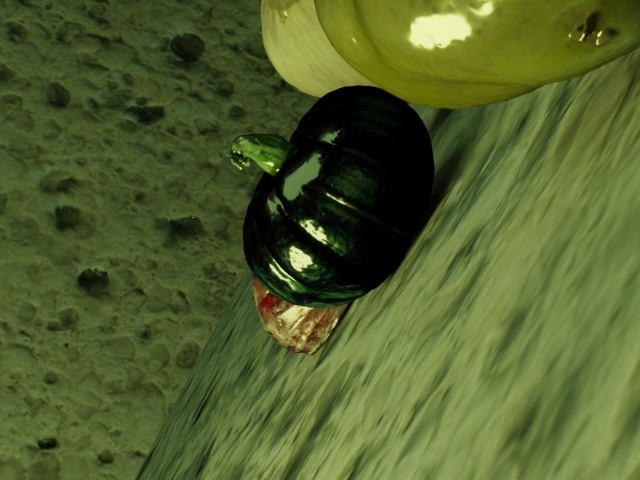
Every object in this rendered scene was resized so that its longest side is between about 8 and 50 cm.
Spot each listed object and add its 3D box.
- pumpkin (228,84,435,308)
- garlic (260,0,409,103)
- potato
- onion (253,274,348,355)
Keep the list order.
[{"bbox_3d":[0.016,-0.036,1.111,0.194,0.150,0.194,-26,45,29],"label":"pumpkin"},{"bbox_3d":[0.071,-0.285,1.337,0.317,0.260,0.317,174,90,-73],"label":"garlic"},{"bbox_3d":[0.104,-0.183,0.658,0.218,0.202,0.351,-49,-9,-28],"label":"potato"},{"bbox_3d":[0.000,0.000,1.272,0.205,0.098,0.151,-61,6,-6],"label":"onion"}]
